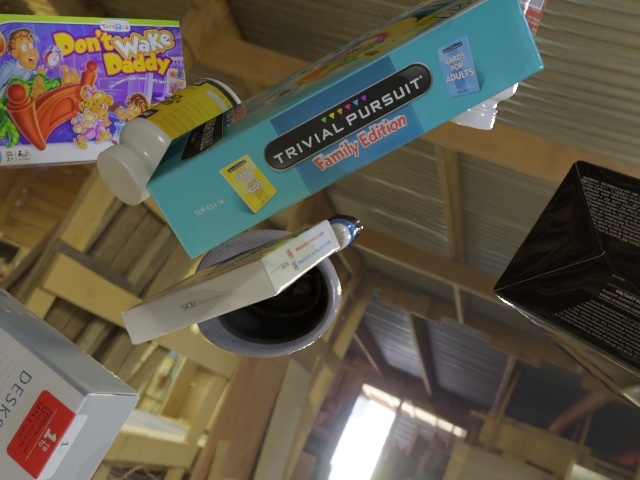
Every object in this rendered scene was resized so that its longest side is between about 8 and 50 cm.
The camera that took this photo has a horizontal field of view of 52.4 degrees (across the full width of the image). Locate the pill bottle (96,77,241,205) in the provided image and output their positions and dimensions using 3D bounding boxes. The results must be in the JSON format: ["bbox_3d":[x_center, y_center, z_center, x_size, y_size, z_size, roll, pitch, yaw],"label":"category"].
[{"bbox_3d":[-0.185,-0.124,0.824,0.103,0.184,0.103,27,-40,25],"label":"pill bottle"}]

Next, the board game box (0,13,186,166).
[{"bbox_3d":[-0.401,-0.245,1.082,0.347,0.233,0.078,-8,5,-28],"label":"board game box"}]

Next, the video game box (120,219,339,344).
[{"bbox_3d":[-0.102,0.046,0.774,0.205,0.187,0.048,-21,-82,26],"label":"video game box"}]

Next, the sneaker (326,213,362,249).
[{"bbox_3d":[0.000,0.001,1.066,0.152,0.085,0.058,-24,-87,36],"label":"sneaker"}]

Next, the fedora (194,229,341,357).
[{"bbox_3d":[-0.101,0.094,1.251,0.276,0.243,0.124,-6,8,-2],"label":"fedora"}]

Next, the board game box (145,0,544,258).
[{"bbox_3d":[0.005,-0.130,0.647,0.079,0.336,0.254,61,1,-18],"label":"board game box"}]

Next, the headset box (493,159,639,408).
[{"bbox_3d":[0.288,0.087,0.448,0.218,0.110,0.293,32,-1,46],"label":"headset box"}]

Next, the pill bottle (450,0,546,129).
[{"bbox_3d":[0.224,-0.268,0.891,0.121,0.216,0.121,14,18,-5],"label":"pill bottle"}]

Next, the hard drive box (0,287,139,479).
[{"bbox_3d":[-0.330,0.171,0.659,0.232,0.181,0.089,28,-5,22],"label":"hard drive box"}]
